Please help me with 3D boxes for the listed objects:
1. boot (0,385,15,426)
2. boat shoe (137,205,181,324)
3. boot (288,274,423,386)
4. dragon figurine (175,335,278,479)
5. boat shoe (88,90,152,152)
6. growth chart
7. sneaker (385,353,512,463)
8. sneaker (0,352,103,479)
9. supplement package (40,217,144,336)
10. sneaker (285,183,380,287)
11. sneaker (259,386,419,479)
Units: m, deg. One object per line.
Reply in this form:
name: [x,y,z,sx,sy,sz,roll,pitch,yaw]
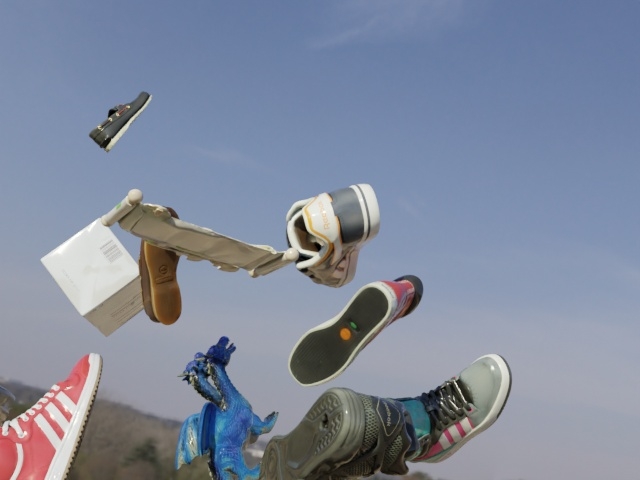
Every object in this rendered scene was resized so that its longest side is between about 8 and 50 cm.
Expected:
boot: [-0.414,0.236,0.702,0.138,0.284,0.377,15,-16,3]
boat shoe: [-0.282,0.041,1.394,0.073,0.207,0.073,-4,13,-38]
boot: [0.066,0.150,1.361,0.244,0.088,0.176,-44,-15,25]
dragon figurine: [-0.145,0.275,1.107,0.144,0.289,0.085,29,-41,-20]
boat shoe: [-0.300,-0.189,1.227,0.042,0.133,0.049,40,-39,-12]
growth chart: [-0.146,0.001,0.970,0.237,0.021,0.172,20,-18,-28]
sneaker: [0.207,0.313,1.493,0.178,0.124,0.296,6,-49,-36]
sneaker: [-0.188,0.119,0.530,0.067,0.118,0.042,17,-40,-8]
supplement package: [-0.420,0.078,1.570,0.139,0.134,0.244,51,-13,9]
sneaker: [0.000,0.000,1.369,0.127,0.126,0.321,-13,-20,-15]
sneaker: [0.021,0.233,0.867,0.130,0.087,0.227,13,-44,-27]
